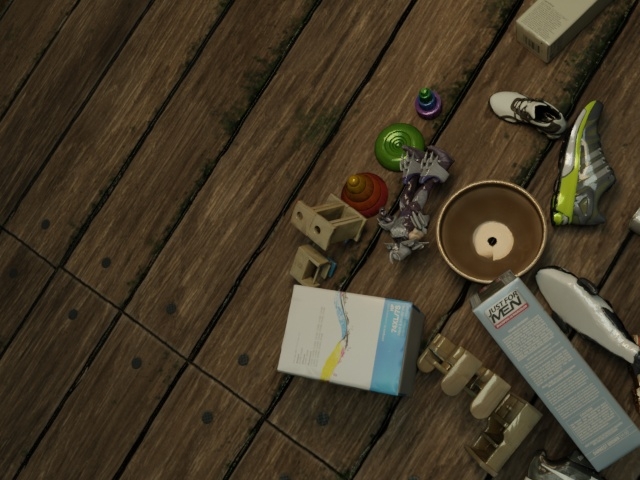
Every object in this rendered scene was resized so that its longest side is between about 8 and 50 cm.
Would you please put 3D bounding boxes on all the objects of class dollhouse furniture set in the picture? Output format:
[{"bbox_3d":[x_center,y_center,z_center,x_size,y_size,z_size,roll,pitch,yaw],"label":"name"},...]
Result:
[{"bbox_3d":[0.304,0.338,1.382,0.242,0.212,0.161,39,88,-5],"label":"dollhouse furniture set"},{"bbox_3d":[0.000,0.000,1.627,0.129,0.129,0.184,40,125,29],"label":"dollhouse furniture set"}]

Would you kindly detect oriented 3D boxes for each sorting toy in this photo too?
[{"bbox_3d":[0.167,-0.227,1.615,0.127,0.126,0.365,36,89,22],"label":"sorting toy"}]

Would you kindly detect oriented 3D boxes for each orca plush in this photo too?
[{"bbox_3d":[0.591,0.142,1.397,0.102,0.151,0.287,-22,36,-29],"label":"orca plush"}]

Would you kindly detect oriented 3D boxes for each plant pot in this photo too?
[{"bbox_3d":[0.385,-0.008,1.498,0.237,0.110,0.237,-5,74,16],"label":"plant pot"}]

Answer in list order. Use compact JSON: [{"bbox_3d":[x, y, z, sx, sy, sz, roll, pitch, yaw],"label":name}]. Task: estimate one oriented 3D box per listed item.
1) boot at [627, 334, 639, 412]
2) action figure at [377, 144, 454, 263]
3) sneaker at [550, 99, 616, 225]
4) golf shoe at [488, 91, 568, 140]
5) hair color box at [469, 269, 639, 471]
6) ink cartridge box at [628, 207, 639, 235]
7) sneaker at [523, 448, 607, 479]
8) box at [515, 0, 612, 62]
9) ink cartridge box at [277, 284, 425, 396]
[{"bbox_3d":[0.680,0.270,1.366,0.084,0.059,0.158,-8,82,12],"label":"boot"},{"bbox_3d":[0.207,-0.078,1.545,0.185,0.099,0.285,1,69,58],"label":"action figure"},{"bbox_3d":[0.598,-0.166,1.488,0.121,0.111,0.300,13,85,10],"label":"sneaker"},{"bbox_3d":[0.485,-0.311,1.556,0.198,0.094,0.077,28,86,23],"label":"golf shoe"},{"bbox_3d":[0.454,0.243,1.314,0.113,0.185,0.374,-38,85,10],"label":"hair color box"},{"bbox_3d":[0.788,-0.036,1.391,0.218,0.092,0.158,38,89,20],"label":"ink cartridge box"},{"bbox_3d":[0.532,0.481,1.340,0.234,0.078,0.106,9,81,21],"label":"sneaker"},{"bbox_3d":[0.601,-0.566,1.586,0.275,0.094,0.113,-43,68,2],"label":"box"},{"bbox_3d":[0.074,0.226,1.484,0.270,0.198,0.197,7,79,18],"label":"ink cartridge box"}]
